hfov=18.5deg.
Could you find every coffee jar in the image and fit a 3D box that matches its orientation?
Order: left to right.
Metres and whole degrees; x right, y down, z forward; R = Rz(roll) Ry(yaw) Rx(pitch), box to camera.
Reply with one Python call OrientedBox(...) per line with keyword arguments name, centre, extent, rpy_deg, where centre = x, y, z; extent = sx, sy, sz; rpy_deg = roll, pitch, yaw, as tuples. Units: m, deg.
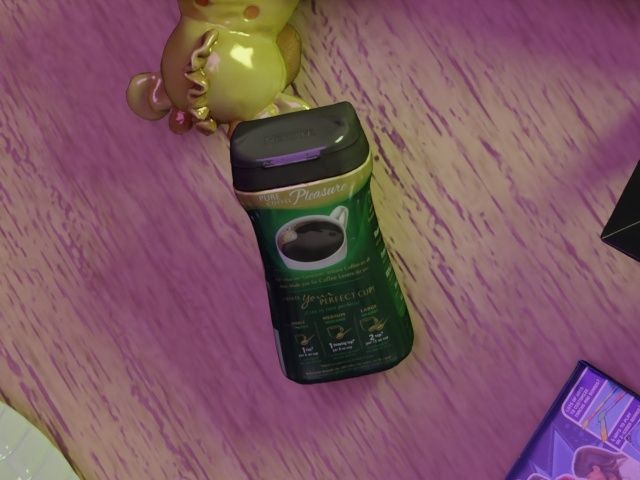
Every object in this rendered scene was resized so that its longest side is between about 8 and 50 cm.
OrientedBox(name="coffee jar", centre=(0.000, 0.000, 1.331), extent=(0.096, 0.079, 0.184), rpy_deg=(-10, 112, 8))

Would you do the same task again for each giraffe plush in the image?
OrientedBox(name="giraffe plush", centre=(-0.052, -0.158, 1.361), extent=(0.181, 0.210, 0.170), rpy_deg=(21, 118, 42))

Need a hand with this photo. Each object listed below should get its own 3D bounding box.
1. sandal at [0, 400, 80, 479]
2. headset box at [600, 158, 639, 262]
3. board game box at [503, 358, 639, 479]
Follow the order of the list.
OrientedBox(name="sandal", centre=(-0.200, 0.282, 1.381), extent=(0.416, 0.169, 0.102), rpy_deg=(50, 138, 13))
OrientedBox(name="headset box", centre=(0.338, 0.029, 1.164), extent=(0.218, 0.293, 0.110), rpy_deg=(30, 95, 39))
OrientedBox(name="board game box", centre=(0.179, 0.201, 1.327), extent=(0.136, 0.035, 0.201), rpy_deg=(34, 94, 15))
